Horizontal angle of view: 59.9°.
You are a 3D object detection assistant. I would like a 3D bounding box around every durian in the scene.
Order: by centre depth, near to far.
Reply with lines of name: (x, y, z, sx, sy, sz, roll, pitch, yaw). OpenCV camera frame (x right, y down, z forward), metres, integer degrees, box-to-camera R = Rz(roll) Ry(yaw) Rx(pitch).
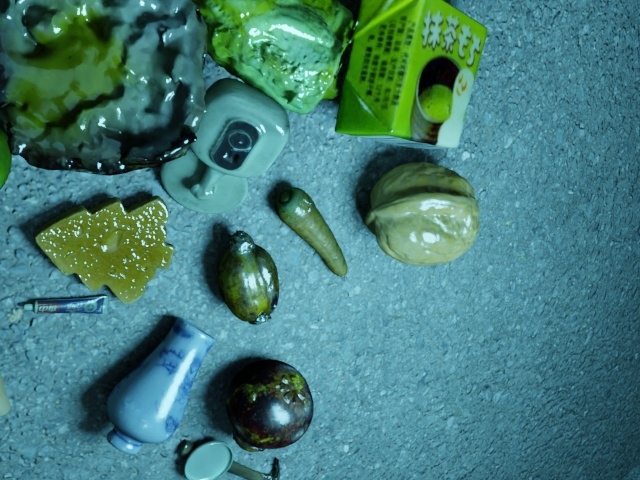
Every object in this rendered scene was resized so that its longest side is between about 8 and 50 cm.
durian: (-0.068, -0.335, 0.910, 0.340, 0.256, 0.204, 30, 111, -30)

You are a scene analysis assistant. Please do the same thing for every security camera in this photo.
security camera: (-0.169, -0.130, 0.929, 0.157, 0.080, 0.301, 22, 135, -22)

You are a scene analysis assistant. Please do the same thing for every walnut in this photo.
walnut: (0.217, -0.056, 1.212, 0.257, 0.257, 0.224, 4, 73, -33)

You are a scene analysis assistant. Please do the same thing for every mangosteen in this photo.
mangosteen: (-0.123, 0.363, 1.192, 0.192, 0.192, 0.217, 21, 127, -36)

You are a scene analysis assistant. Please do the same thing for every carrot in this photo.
carrot: (0.000, 0.000, 1.190, 0.078, 0.078, 0.298, -45, 131, -10)

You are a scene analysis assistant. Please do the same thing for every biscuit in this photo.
biscuit: (-0.372, 0.008, 0.972, 0.239, 0.041, 0.212, 12, 107, -34)

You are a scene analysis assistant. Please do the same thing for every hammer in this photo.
hammer: (-0.207, 0.520, 1.276, 0.297, 0.027, 0.125, 39, 86, -35)

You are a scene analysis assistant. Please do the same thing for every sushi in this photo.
sushi: (-0.306, -0.236, 0.754, 0.281, 0.294, 0.299, -14, 102, -17)

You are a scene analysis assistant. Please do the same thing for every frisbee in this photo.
frisbee: (-0.244, 0.484, 1.214, 0.110, 0.014, 0.110, -12, 117, -24)

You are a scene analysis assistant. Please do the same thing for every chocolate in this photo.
chocolate: (0.187, -0.328, 1.092, 0.301, 0.137, 0.288, -3, 109, -50)

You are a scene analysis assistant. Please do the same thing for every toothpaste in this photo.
toothpaste: (-0.446, 0.115, 0.979, 0.140, 0.021, 0.037, 3, 108, -35)

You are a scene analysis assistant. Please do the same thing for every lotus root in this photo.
lotus root: (-0.143, 0.074, 1.096, 0.120, 0.120, 0.209, -21, 117, -24)

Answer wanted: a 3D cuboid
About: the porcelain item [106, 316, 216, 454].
porcelain item: (-0.307, 0.277, 1.061, 0.141, 0.141, 0.259, 38, 78, -36)

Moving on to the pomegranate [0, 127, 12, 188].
pomegranate: (-0.518, -0.106, 0.726, 0.187, 0.225, 0.187, -2, 115, -4)

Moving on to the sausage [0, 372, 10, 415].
sausage: (-0.577, 0.157, 0.889, 0.066, 0.066, 0.301, -20, 119, -24)
